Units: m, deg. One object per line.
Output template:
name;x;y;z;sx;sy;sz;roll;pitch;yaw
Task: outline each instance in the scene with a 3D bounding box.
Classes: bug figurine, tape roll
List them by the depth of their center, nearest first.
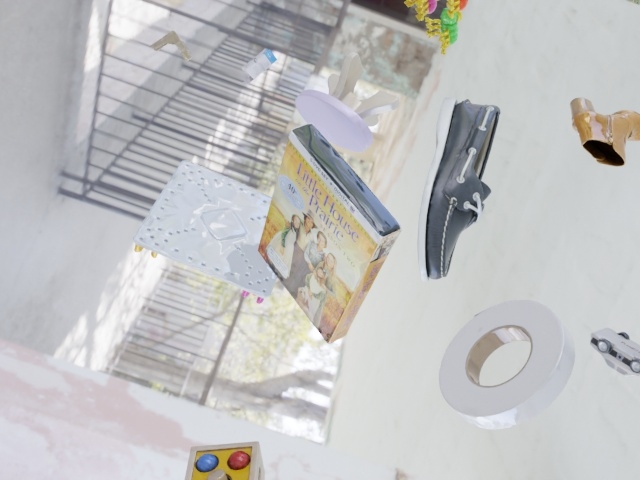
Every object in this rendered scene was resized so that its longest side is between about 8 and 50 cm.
bug figurine;0.241;-0.526;1.434;0.216;0.072;0.279;79;-10;-54
tape roll;0.506;0.334;1.915;0.392;0.072;0.392;-34;-153;20

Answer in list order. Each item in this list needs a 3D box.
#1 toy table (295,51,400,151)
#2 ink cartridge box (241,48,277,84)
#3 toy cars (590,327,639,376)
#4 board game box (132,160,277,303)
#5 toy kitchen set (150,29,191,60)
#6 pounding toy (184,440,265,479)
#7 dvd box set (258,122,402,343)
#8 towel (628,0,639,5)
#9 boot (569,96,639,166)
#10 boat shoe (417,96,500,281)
toy table;0.077;-0.367;1.898;0.161;0.274;0.252;-46;153;-17
ink cartridge box;-0.136;-0.370;1.474;0.083;0.028;0.048;-41;-155;-3
toy cars;0.858;0.321;1.702;0.176;0.393;0.087;-55;157;-65
board game box;-0.281;-0.032;1.971;0.390;0.389;0.050;-72;-172;-49
toy kitchen set;-0.398;-0.510;1.872;0.075;0.083;0.068;-32;-166;5
pounding toy;-0.139;0.372;1.046;0.141;0.130;0.100;-91;175;-61
dvd box set;0.000;0.000;1.496;0.062;0.308;0.420;-25;155;-30
towel;0.842;-0.721;1.890;0.110;0.027;0.148;-101;171;-59
boot;0.833;-0.281;1.953;0.104;0.295;0.211;123;-23;-45
boat shoe;0.202;-0.080;1.008;0.114;0.091;0.303;61;39;-65
